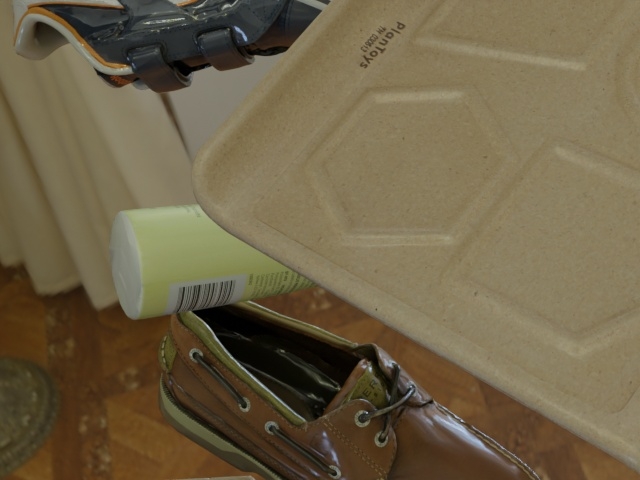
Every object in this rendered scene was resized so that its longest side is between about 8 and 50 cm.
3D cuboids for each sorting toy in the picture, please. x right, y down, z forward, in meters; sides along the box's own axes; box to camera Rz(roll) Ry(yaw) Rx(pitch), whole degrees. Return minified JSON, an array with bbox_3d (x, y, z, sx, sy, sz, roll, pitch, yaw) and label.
[{"bbox_3d":[0.087,-0.037,0.446,0.208,0.038,0.193,31,71,27],"label":"sorting toy"}]

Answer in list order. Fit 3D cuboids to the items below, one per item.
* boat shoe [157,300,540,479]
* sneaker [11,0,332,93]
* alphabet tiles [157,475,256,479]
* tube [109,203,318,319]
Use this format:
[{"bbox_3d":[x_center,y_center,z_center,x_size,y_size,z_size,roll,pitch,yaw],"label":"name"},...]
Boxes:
[{"bbox_3d":[0.022,0.132,0.859,0.307,0.104,0.110,21,42,11],"label":"boat shoe"},{"bbox_3d":[-0.124,-0.189,1.102,0.321,0.126,0.127,12,86,16],"label":"sneaker"},{"bbox_3d":[-0.189,0.317,1.028,0.342,0.011,0.285,-13,37,45],"label":"alphabet tiles"},{"bbox_3d":[0.000,0.000,0.725,0.240,0.062,0.070,-6,34,-23],"label":"tube"}]
